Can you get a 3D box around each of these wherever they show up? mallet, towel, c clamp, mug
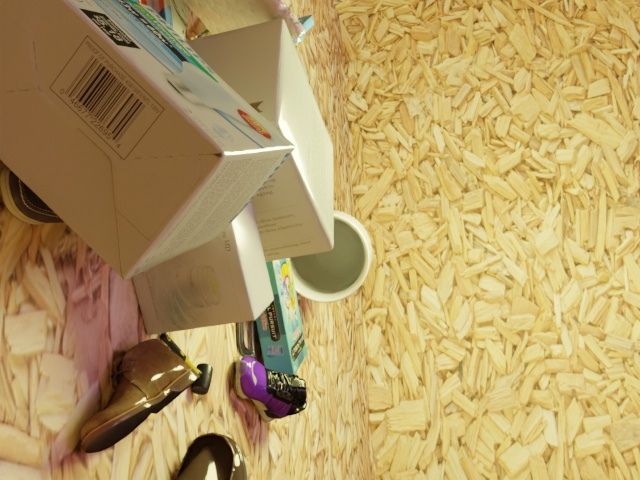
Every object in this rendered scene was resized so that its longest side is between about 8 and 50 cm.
[{"bbox_3d":[-0.276,0.252,1.529,0.190,0.039,0.062,56,29,-50],"label":"mallet"},{"bbox_3d":[-0.213,-0.549,1.633,0.332,0.317,0.053,47,71,-24],"label":"towel"},{"bbox_3d":[-0.186,0.242,1.933,0.137,0.022,0.161,28,55,-67],"label":"c clamp"},{"bbox_3d":[0.000,0.000,2.423,0.374,0.276,0.328,49,9,0],"label":"mug"}]

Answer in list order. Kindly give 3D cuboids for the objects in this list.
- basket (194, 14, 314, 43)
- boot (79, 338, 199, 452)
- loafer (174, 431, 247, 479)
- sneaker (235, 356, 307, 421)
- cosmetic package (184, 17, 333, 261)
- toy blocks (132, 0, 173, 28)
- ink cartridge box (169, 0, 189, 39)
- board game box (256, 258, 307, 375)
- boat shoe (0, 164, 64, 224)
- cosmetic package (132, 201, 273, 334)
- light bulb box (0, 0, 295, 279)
[{"bbox_3d":[-0.167,-0.508,1.939,0.255,0.288,0.201,-73,150,-64],"label":"basket"},{"bbox_3d":[-0.322,0.254,1.260,0.115,0.112,0.305,50,19,3],"label":"boot"},{"bbox_3d":[-0.224,0.485,1.351,0.366,0.133,0.130,-82,159,-52],"label":"loafer"},{"bbox_3d":[-0.110,0.361,1.881,0.293,0.146,0.102,62,23,-54],"label":"sneaker"},{"bbox_3d":[-0.174,-0.188,1.606,0.394,0.329,0.327,66,20,-49],"label":"cosmetic package"},{"bbox_3d":[-0.366,-0.482,1.413,0.381,0.190,0.261,-85,173,-65],"label":"toy blocks"},{"bbox_3d":[-0.348,-0.520,1.693,0.104,0.060,0.180,63,22,-51],"label":"ink cartridge box"},{"bbox_3d":[-0.117,0.184,2.069,0.254,0.079,0.336,-40,119,-81],"label":"board game box"},{"bbox_3d":[-0.382,-0.075,1.173,0.285,0.092,0.103,18,63,-75],"label":"boat shoe"},{"bbox_3d":[-0.232,0.043,1.433,0.138,0.224,0.224,-49,127,-73],"label":"cosmetic package"},{"bbox_3d":[-0.269,-0.170,1.107,0.358,0.225,0.361,44,15,2],"label":"light bulb box"}]
